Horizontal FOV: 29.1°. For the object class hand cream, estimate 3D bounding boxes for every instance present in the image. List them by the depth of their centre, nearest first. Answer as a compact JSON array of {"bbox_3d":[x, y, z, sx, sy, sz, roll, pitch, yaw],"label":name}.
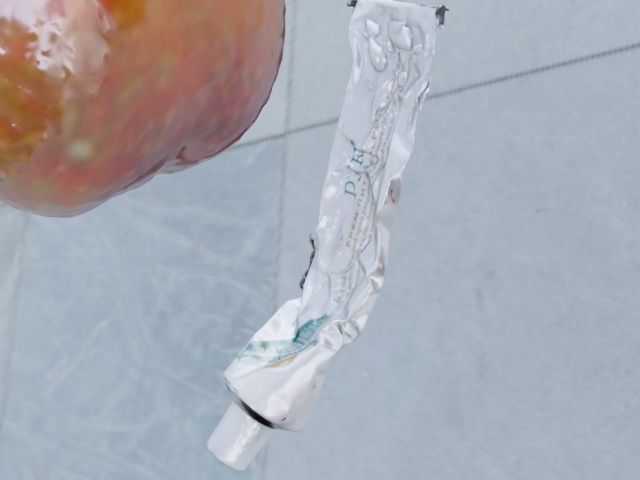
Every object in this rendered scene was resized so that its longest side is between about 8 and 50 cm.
[{"bbox_3d":[0.003,0.001,0.629,0.084,0.050,0.257,32,103,60],"label":"hand cream"}]

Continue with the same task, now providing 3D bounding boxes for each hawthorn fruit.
[{"bbox_3d":[-0.090,-0.112,0.362,0.162,0.162,0.203,15,122,45],"label":"hawthorn fruit"}]
